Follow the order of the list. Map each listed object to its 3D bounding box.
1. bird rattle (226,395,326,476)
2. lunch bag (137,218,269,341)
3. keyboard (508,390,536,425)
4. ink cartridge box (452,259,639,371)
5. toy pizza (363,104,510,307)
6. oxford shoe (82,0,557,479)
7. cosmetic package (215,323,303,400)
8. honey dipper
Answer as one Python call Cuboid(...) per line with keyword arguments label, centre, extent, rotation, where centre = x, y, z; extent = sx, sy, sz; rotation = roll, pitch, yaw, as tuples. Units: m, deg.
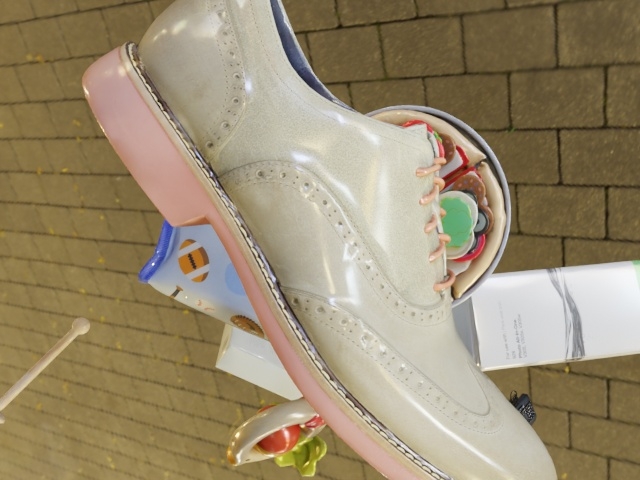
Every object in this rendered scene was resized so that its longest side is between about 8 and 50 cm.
Cuboid(label="bird rattle", centre=(-0.041, 0.303, 1.068), extent=(0.253, 0.207, 0.143), rotation=(-48, 58, 49))
Cuboid(label="lunch bag", centre=(-0.026, 0.036, 0.969), extent=(0.327, 0.385, 0.239), rotation=(24, 93, 8))
Cuboid(label="keyboard", centre=(0.463, 0.430, 1.577), extent=(0.038, 0.192, 0.100), rotation=(-26, 93, 46))
Cuboid(label="ink cartridge box", centre=(0.307, 0.105, 0.906), extent=(0.211, 0.289, 0.122), rotation=(126, 139, -77))
Cuboid(label="toy pizza", centre=(0.073, -0.026, 0.620), extent=(0.201, 0.032, 0.201), rotation=(1, 93, 22))
Cuboid(label="oxford shoe", centre=(0.032, 0.008, 0.403), extent=(0.146, 0.140, 0.397), rotation=(-40, 94, 10))
Cuboid(label="cosmetic package", centre=(-0.119, 0.254, 1.841), extent=(0.284, 0.377, 0.097), rotation=(26, 118, -12))
Cuboid(label="honey dipper", centre=(-0.298, 0.141, 0.679), extent=(0.030, 0.161, 0.030), rotation=(39, 162, 15))
